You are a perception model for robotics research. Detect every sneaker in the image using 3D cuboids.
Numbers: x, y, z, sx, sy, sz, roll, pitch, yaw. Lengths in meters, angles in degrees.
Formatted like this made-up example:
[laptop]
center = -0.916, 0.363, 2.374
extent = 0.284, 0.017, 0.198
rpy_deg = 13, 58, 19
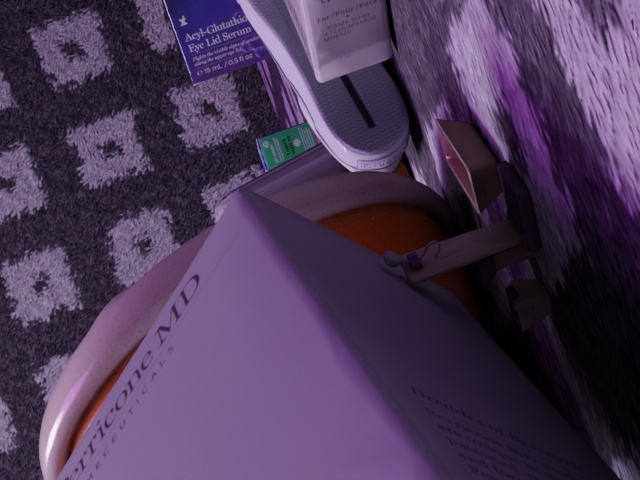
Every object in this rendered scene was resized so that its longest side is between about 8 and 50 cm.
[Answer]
[sneaker]
center = -0.007, -0.158, 1.168
extent = 0.091, 0.094, 0.258
rpy_deg = 91, 158, -71

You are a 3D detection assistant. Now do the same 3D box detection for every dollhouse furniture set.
[dollhouse furniture set]
center = 0.069, -0.006, 0.840
extent = 0.114, 0.081, 0.091
rpy_deg = -113, 4, -55

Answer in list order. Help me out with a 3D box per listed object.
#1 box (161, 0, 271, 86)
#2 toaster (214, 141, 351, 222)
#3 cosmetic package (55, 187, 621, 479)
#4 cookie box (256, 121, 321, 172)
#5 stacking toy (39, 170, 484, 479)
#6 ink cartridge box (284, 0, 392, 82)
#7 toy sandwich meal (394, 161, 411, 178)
[box]
center = -0.124, -0.318, 1.807
extent = 0.108, 0.153, 0.207
rpy_deg = -115, 5, -62
[toaster]
center = 0.000, 0.000, 1.371
extent = 0.129, 0.146, 0.227
rpy_deg = 68, -173, 27
[cosmetic package]
center = 0.022, 0.173, 0.653
extent = 0.161, 0.230, 0.453
rpy_deg = 27, -170, -25
[cookie box]
center = -0.014, -0.104, 1.609
extent = 0.092, 0.107, 0.040
rpy_deg = 107, 143, -86
[stacking toy]
center = 0.063, 0.223, 0.990
extent = 0.480, 0.350, 0.351
rpy_deg = 52, 170, 25
[ink cartridge box]
center = -0.038, -0.300, 1.032
extent = 0.261, 0.066, 0.296
rpy_deg = 74, 175, -60
[toy sandwich meal]
center = 0.061, -0.059, 1.282
extent = 0.086, 0.029, 0.085
rpy_deg = 63, -174, -12
